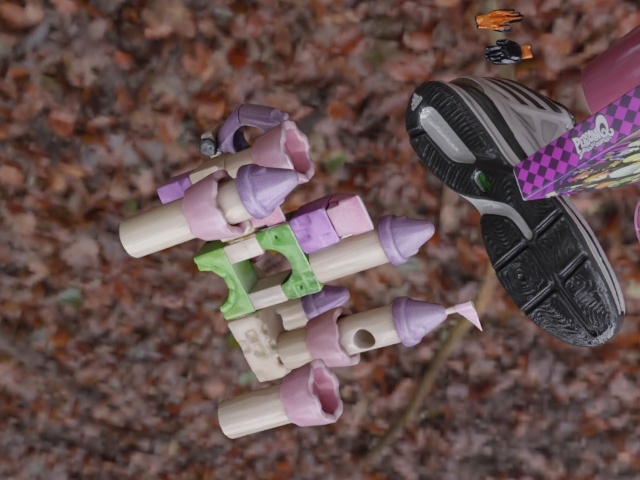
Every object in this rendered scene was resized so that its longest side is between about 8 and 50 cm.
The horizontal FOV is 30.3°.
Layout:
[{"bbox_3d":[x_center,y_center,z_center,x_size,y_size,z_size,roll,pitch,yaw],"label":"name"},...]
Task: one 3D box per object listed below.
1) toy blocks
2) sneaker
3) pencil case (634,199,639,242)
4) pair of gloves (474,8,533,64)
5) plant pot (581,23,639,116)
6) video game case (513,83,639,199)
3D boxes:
[{"bbox_3d":[0.000,0.000,1.246,0.260,0.309,0.288,-19,108,23],"label":"toy blocks"},{"bbox_3d":[0.341,-0.072,1.709,0.257,0.447,0.169,-20,160,-40],"label":"sneaker"},{"bbox_3d":[0.633,-0.057,1.655,0.386,0.160,0.167,-22,147,-8],"label":"pencil case"},{"bbox_3d":[0.263,-0.292,1.694,0.074,0.083,0.010,-10,171,-11],"label":"pair of gloves"},{"bbox_3d":[0.461,-0.215,1.588,0.180,0.201,0.201,-24,138,33],"label":"plant pot"},{"bbox_3d":[0.327,-0.104,1.086,0.210,0.042,0.232,-8,165,-29],"label":"video game case"}]
